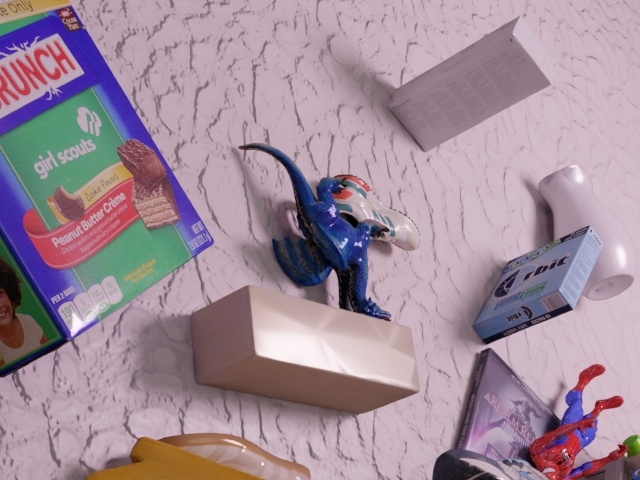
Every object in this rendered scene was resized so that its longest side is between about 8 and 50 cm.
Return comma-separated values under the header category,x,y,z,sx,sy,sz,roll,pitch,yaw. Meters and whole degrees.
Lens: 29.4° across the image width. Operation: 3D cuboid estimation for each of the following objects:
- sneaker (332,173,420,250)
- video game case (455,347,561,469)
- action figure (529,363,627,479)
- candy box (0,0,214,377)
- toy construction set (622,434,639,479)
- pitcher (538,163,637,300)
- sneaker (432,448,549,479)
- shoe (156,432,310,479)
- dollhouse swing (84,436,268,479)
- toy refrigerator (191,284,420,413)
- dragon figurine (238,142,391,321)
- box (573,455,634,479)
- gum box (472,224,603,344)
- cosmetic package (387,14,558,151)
category,x,y,z,sx,sy,sz,roll,pitch,yaw
sneaker,0.066,-0.018,1.645,0.161,0.057,0.075,39,60,-29
video game case,0.262,0.309,1.690,0.196,0.026,0.274,45,42,-21
action figure,0.389,0.264,1.738,0.091,0.139,0.280,57,40,-5
candy box,-0.283,-0.068,1.197,0.317,0.122,0.268,58,32,-4
toy construction set,0.532,0.291,1.655,0.215,0.328,0.151,-36,82,-19
pitcher,0.451,-0.001,2.025,0.177,0.125,0.207,34,33,-53
sneaker,0.235,0.331,1.565,0.283,0.110,0.122,38,26,-31
shoe,-0.087,0.251,1.282,0.219,0.076,0.058,26,46,-40
dollhouse swing,-0.126,0.441,1.140,0.315,0.305,0.347,18,42,11
toy refrigerator,-0.014,0.128,1.419,0.269,0.102,0.094,17,57,-42
dragon figurine,0.000,0.000,1.522,0.289,0.085,0.144,49,39,-19
box,0.484,0.442,1.805,0.275,0.094,0.113,42,41,-24
gum box,0.322,0.064,1.794,0.041,0.157,0.184,53,39,-11
cosmetic package,0.221,-0.227,1.784,0.099,0.239,0.060,47,41,-19
